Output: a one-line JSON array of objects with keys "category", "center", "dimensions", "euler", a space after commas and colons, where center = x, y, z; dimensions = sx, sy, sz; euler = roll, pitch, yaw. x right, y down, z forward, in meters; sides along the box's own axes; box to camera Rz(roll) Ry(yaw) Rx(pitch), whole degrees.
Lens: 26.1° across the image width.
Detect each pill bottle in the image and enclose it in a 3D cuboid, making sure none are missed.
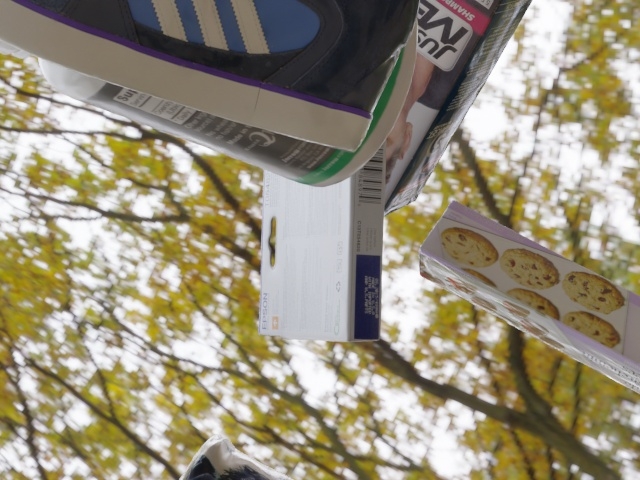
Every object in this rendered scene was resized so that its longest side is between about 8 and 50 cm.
[{"category": "pill bottle", "center": [-0.114, -0.192, 1.181], "dimensions": [0.361, 0.204, 0.204], "euler": [20, -91, -27]}]

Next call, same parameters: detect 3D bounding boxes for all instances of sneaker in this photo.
[{"category": "sneaker", "center": [-0.080, -0.215, 0.996], "dimensions": [0.323, 0.130, 0.236], "euler": [17, -86, -11]}]

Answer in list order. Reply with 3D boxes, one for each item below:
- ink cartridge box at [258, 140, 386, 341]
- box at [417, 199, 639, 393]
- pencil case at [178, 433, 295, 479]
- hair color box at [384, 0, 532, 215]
[{"category": "ink cartridge box", "center": [0.000, 0.000, 1.520], "dimensions": [0.045, 0.224, 0.223], "euler": [3, -93, -27]}, {"category": "box", "center": [0.241, 0.069, 1.252], "dimensions": [0.067, 0.324, 0.063], "euler": [-54, -19, -20]}, {"category": "pencil case", "center": [0.018, 0.361, 1.404], "dimensions": [0.159, 0.410, 0.183], "euler": [-67, -15, 20]}, {"category": "hair color box", "center": [0.099, -0.211, 1.634], "dimensions": [0.105, 0.174, 0.347], "euler": [-28, -27, -52]}]
